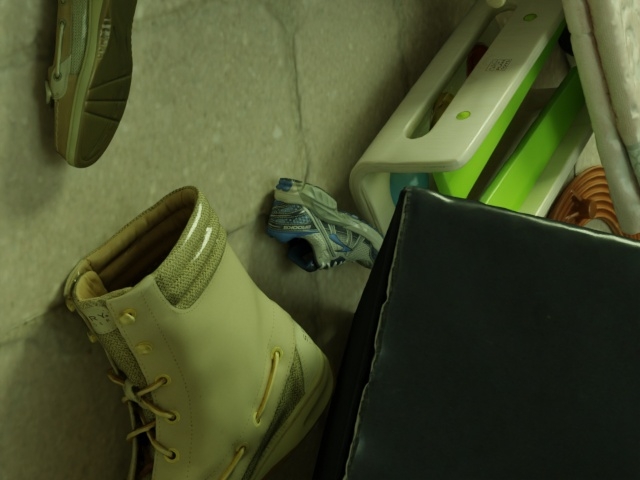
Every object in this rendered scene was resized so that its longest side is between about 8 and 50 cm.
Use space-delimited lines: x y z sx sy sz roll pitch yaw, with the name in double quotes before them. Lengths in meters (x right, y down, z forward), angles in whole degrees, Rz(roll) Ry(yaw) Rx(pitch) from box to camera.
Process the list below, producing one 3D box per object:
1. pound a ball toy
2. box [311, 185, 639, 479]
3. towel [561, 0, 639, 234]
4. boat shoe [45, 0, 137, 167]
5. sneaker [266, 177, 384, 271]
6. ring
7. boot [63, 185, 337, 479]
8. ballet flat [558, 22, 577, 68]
"pound a ball toy" 0.129 -0.143 1.312 0.319 0.136 0.208 -55 133 -39
"box" 0.231 0.201 1.056 0.480 0.472 0.297 103 -1 -78
"towel" 0.287 -0.217 1.399 0.332 0.053 0.317 -62 140 -50
"boat shoe" -0.149 -0.123 0.970 0.056 0.048 0.153 -17 117 -68
"sneaker" 0.000 0.000 1.220 0.135 0.052 0.058 33 77 -47
"ring" 0.308 0.085 1.723 0.336 0.032 0.336 -13 106 -55
"boot" -0.113 0.115 1.016 0.262 0.095 0.203 -51 130 -24
"ballet flat" 0.315 -0.214 1.630 0.280 0.095 0.096 -25 131 -53
